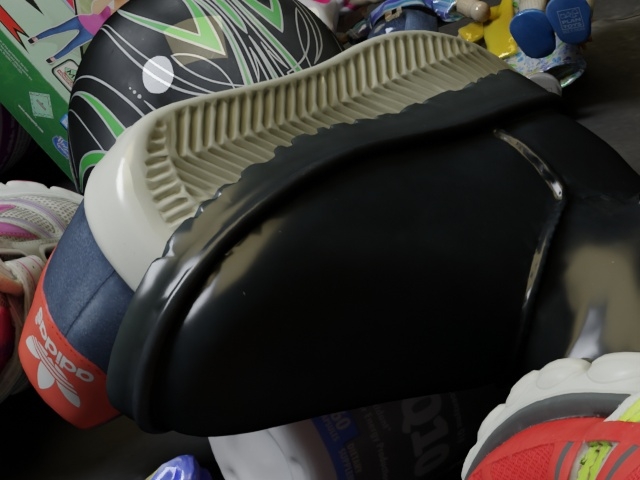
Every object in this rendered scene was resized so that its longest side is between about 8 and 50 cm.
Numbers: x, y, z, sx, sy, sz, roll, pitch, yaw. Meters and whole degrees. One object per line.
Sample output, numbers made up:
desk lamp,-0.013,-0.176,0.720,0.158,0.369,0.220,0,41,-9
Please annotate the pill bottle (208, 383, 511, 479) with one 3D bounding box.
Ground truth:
pill bottle,0.030,0.059,0.701,0.137,0.078,0.078,-26,26,-30

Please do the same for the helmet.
helmet,-0.051,-0.057,0.939,0.169,0.169,0.161,-24,8,-27

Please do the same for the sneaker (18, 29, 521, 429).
sneaker,0.000,0.000,0.824,0.350,0.131,0.148,-11,-31,-50

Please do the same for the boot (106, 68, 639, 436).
boot,0.081,0.040,0.601,0.207,0.094,0.246,35,40,27

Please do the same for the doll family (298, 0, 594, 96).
doll family,0.079,-0.134,1.122,0.263,0.118,0.163,-9,39,19

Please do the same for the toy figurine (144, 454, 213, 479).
toy figurine,-0.061,0.151,0.520,0.217,0.191,0.362,12,4,-25

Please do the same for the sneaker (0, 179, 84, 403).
sneaker,-0.159,0.037,0.791,0.111,0.103,0.252,20,20,40

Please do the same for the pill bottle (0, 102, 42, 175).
pill bottle,-0.213,-0.145,1.208,0.169,0.169,0.301,3,26,33

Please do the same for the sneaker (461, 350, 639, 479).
sneaker,0.083,0.091,0.446,0.118,0.107,0.279,-48,-1,-27

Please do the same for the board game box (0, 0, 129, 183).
board game box,-0.163,-0.177,1.112,0.046,0.317,0.213,-44,-2,41
